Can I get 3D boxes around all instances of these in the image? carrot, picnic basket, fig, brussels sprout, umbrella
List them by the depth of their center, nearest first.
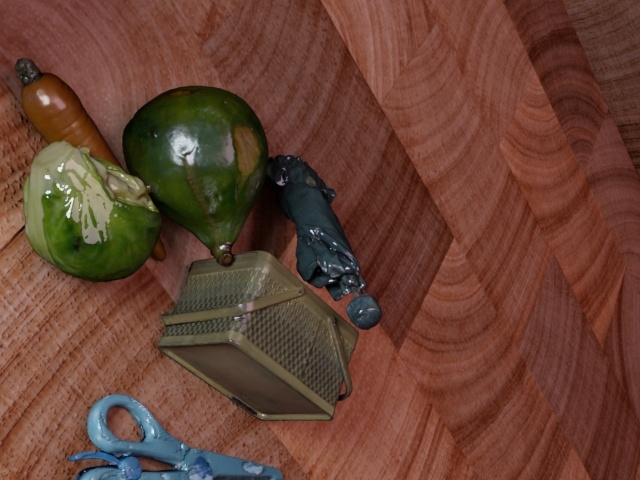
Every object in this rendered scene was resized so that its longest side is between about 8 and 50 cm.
[{"bbox_3d":[-0.281,-0.027,1.122,0.183,0.131,0.145,34,91,-35],"label":"brussels sprout"},{"bbox_3d":[-0.288,-0.093,1.198,0.336,0.069,0.069,59,42,-30],"label":"carrot"},{"bbox_3d":[-0.164,-0.088,1.261,0.195,0.195,0.244,-18,104,-52],"label":"fig"},{"bbox_3d":[-0.080,0.143,1.317,0.267,0.165,0.139,43,52,-36],"label":"picnic basket"},{"bbox_3d":[-0.003,0.001,1.392,0.143,0.094,0.348,20,32,-43],"label":"umbrella"}]

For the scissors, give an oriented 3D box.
[{"bbox_3d":[-0.175,0.313,1.248,0.393,0.032,0.180,26,51,-49],"label":"scissors"}]
